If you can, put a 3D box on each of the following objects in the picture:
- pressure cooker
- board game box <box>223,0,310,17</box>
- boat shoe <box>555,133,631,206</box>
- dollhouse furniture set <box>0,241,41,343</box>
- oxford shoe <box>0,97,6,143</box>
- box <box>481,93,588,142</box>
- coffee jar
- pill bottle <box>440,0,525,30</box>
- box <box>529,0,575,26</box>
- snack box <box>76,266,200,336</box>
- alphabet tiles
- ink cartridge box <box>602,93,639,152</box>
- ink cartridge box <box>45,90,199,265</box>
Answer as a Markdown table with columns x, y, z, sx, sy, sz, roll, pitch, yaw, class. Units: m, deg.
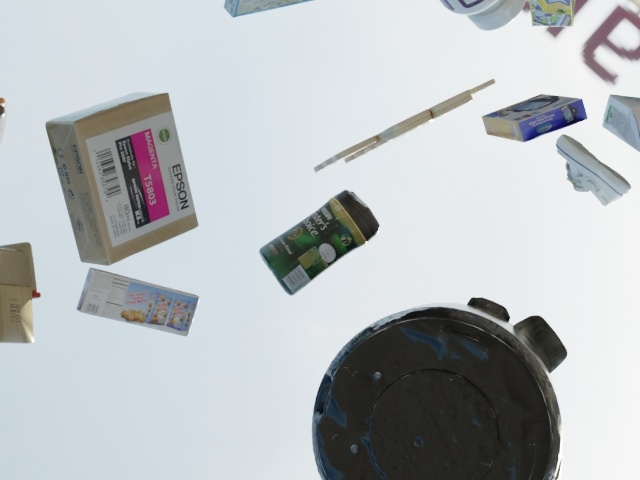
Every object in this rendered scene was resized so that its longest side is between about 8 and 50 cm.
| x | y | z | sx | sy | sz | roll | pitch | yaw | class |
| --- | --- | --- | --- | --- | --- | --- | --- | --- | --- |
| 0.193 | 0.272 | 1.919 | 0.369 | 0.376 | 0.420 | 6 | 179 | 9 | pressure cooker |
| -0.054 | -0.368 | 1.699 | 0.154 | 0.103 | 0.026 | -19 | -125 | -33 | board game box |
| 0.518 | -0.125 | 2.398 | 0.226 | 0.076 | 0.083 | 30 | -160 | -35 | boat shoe |
| -0.508 | 0.079 | 1.647 | 0.262 | 0.259 | 0.135 | 11 | -107 | -63 | dollhouse furniture set |
| -0.545 | -0.136 | 1.985 | 0.097 | 0.271 | 0.098 | -19 | -106 | -33 | oxford shoe |
| 0.243 | -0.139 | 1.401 | 0.136 | 0.081 | 0.028 | -149 | 39 | -76 | box |
| 0.000 | 0.000 | 1.937 | 0.079 | 0.184 | 0.096 | 56 | 177 | -29 | coffee jar |
| 0.273 | -0.544 | 2.394 | 0.301 | 0.169 | 0.169 | 40 | -156 | -40 | pill bottle |
| 0.309 | -0.346 | 1.654 | 0.169 | 0.059 | 0.054 | 52 | -137 | -69 | box |
| -0.261 | 0.090 | 1.788 | 0.178 | 0.064 | 0.022 | 17 | -179 | -35 | snack box |
| 0.129 | -0.171 | 1.902 | 0.278 | 0.284 | 0.021 | -26 | -88 | -15 | alphabet tiles |
| 0.486 | -0.133 | 1.590 | 0.181 | 0.056 | 0.225 | 6 | -164 | -10 | ink cartridge box |
| -0.310 | -0.101 | 1.956 | 0.193 | 0.088 | 0.235 | -26 | -68 | -40 | ink cartridge box |
